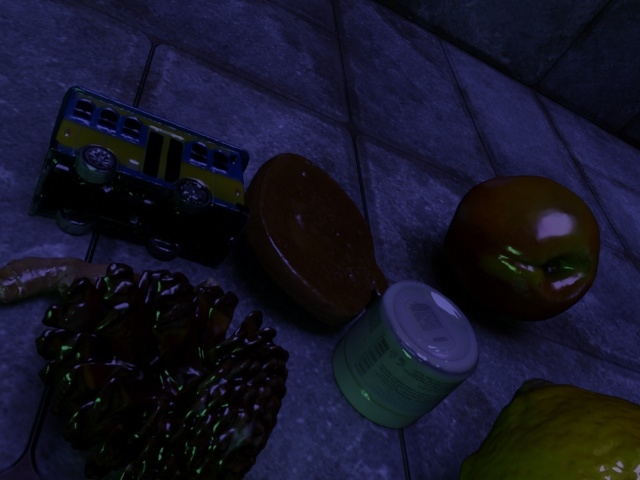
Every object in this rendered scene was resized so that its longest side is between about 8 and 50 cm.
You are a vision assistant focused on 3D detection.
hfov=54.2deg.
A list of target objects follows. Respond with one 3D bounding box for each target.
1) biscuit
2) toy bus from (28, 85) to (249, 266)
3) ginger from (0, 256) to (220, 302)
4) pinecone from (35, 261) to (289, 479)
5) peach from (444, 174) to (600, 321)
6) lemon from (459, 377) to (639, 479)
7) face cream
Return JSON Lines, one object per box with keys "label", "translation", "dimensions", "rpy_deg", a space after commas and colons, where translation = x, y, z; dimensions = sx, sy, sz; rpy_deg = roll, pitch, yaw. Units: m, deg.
{"label": "biscuit", "translation": [-0.001, 0.001, 1.081], "dimensions": [0.314, 0.063, 0.367], "rpy_deg": [45, 26, -17]}
{"label": "toy bus", "translation": [-0.256, -0.087, 0.926], "dimensions": [0.287, 0.138, 0.175], "rpy_deg": [19, 41, -24]}
{"label": "ginger", "translation": [-0.270, 0.062, 0.805], "dimensions": [0.288, 0.075, 0.089], "rpy_deg": [11, 20, -25]}
{"label": "pinecone", "translation": [-0.174, 0.142, 0.677], "dimensions": [0.292, 0.246, 0.246], "rpy_deg": [35, 33, 23]}
{"label": "peach", "translation": [0.402, 0.002, 1.273], "dimensions": [0.307, 0.308, 0.332], "rpy_deg": [21, 22, -21]}
{"label": "lemon", "translation": [0.339, 0.355, 0.762], "dimensions": [0.349, 0.350, 0.387], "rpy_deg": [8, 54, -34]}
{"label": "face cream", "translation": [0.129, 0.171, 0.953], "dimensions": [0.177, 0.153, 0.177], "rpy_deg": [24, 36, -19]}
